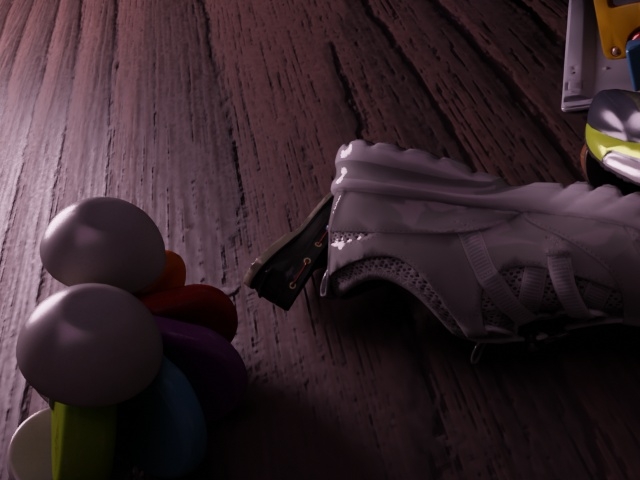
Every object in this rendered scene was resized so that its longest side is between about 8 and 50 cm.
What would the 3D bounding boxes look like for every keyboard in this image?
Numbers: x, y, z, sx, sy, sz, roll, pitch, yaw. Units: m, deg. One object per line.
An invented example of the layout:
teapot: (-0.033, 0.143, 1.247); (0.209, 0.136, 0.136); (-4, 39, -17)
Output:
keyboard: (0.258, -0.197, 0.665); (0.072, 0.014, 0.256); (1, 46, 20)

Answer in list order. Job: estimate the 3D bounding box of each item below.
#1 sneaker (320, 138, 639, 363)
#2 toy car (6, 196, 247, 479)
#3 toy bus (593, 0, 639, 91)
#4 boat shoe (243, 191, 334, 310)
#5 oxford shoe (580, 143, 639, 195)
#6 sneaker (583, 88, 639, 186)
sneaker: (0.127, 0.024, 0.444); (0.281, 0.105, 0.115); (16, 90, 31)
toy car: (-0.114, 0.075, 0.467); (0.136, 0.159, 0.182); (9, 37, -17)
toy bus: (0.295, -0.192, 0.522); (0.202, 0.104, 0.191); (-16, 19, 10)
boat shoe: (0.000, 0.001, 0.551); (0.042, 0.049, 0.133); (36, 53, 11)
oxford shoe: (0.275, -0.074, 0.478); (0.212, 0.076, 0.076); (-6, 13, 13)
sneaker: (0.250, -0.070, 0.323); (0.111, 0.121, 0.300); (2, 4, -32)
